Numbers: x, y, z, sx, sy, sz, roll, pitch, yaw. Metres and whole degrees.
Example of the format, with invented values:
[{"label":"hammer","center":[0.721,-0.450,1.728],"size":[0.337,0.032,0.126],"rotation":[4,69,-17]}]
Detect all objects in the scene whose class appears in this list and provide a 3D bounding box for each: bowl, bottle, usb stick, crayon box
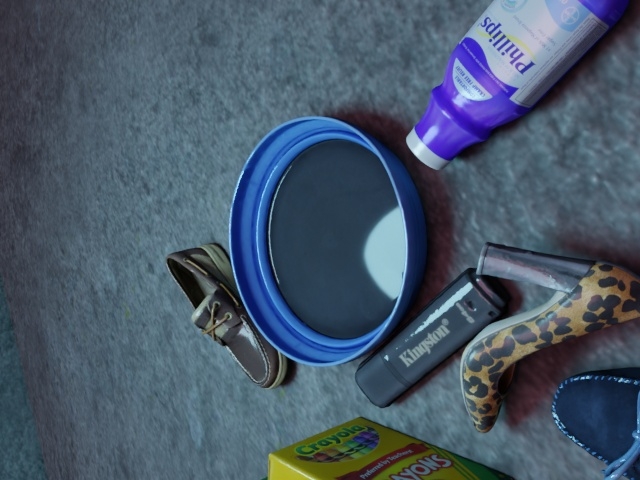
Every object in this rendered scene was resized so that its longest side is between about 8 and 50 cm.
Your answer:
[{"label":"bowl","center":[0.000,0.000,0.897],"size":[0.391,0.077,0.391],"rotation":[4,96,43]},{"label":"bottle","center":[0.215,-0.205,0.665],"size":[0.283,0.092,0.118],"rotation":[-48,62,34]},{"label":"usb stick","center":[0.147,0.144,0.788],"size":[0.278,0.045,0.077],"rotation":[-50,64,33]},{"label":"crayon box","center":[0.070,0.336,0.768],"size":[0.318,0.202,0.081],"rotation":[6,97,42]}]

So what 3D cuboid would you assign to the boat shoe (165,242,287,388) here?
[{"label":"boat shoe","center":[-0.191,0.142,1.055],"size":[0.342,0.123,0.123],"rotation":[54,126,27]}]

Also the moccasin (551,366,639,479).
[{"label":"moccasin","center":[0.351,0.182,0.502],"size":[0.342,0.116,0.138],"rotation":[-3,80,60]}]

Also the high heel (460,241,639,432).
[{"label":"high heel","center":[0.263,0.139,0.638],"size":[0.186,0.093,0.261],"rotation":[13,114,29]}]
